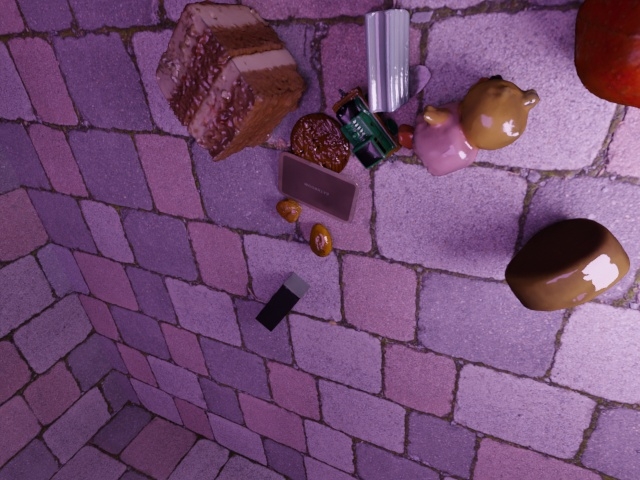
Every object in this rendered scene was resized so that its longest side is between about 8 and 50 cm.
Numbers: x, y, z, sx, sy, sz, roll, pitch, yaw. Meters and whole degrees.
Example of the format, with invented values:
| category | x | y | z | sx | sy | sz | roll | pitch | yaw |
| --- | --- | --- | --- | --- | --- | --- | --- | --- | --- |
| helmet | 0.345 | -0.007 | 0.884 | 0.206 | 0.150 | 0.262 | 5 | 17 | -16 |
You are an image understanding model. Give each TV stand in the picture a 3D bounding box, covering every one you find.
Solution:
| category | x | y | z | sx | sy | sz | roll | pitch | yaw |
| --- | --- | --- | --- | --- | --- | --- | --- | --- | --- |
| TV stand | -0.146 | 0.235 | 1.529 | 0.088 | 0.083 | 0.269 | 40 | 131 | 3 |

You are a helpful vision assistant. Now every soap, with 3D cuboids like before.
| category | x | y | z | sx | sy | sz | roll | pitch | yaw |
| --- | --- | --- | --- | --- | --- | --- | --- | --- | --- |
| soap | 0.150 | -0.395 | 0.899 | 0.066 | 0.119 | 0.198 | 9 | 121 | 27 |

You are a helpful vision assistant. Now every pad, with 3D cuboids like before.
| category | x | y | z | sx | sy | sz | roll | pitch | yaw |
| --- | --- | --- | --- | --- | --- | --- | --- | --- | --- |
| pad | -0.014 | -0.155 | 1.220 | 0.266 | 0.002 | 0.176 | 25 | 140 | 14 |

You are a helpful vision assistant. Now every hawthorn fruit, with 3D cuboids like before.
| category | x | y | z | sx | sy | sz | roll | pitch | yaw |
| --- | --- | --- | --- | --- | --- | --- | --- | --- | --- |
| hawthorn fruit | 0.529 | -0.317 | 0.614 | 0.253 | 0.300 | 0.254 | 13 | 124 | 20 |

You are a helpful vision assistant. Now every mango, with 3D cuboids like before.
| category | x | y | z | sx | sy | sz | roll | pitch | yaw |
| --- | --- | --- | --- | --- | --- | --- | --- | --- | --- |
| mango | 0.000 | 0.000 | 1.304 | 0.078 | 0.057 | 0.114 | 3 | 113 | 34 |

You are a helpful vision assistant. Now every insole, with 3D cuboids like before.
| category | x | y | z | sx | sy | sz | roll | pitch | yaw |
| --- | --- | --- | --- | --- | --- | --- | --- | --- | --- |
| insole | 0.180 | -0.359 | 0.988 | 0.193 | 0.006 | 0.065 | -26 | 105 | 40 |

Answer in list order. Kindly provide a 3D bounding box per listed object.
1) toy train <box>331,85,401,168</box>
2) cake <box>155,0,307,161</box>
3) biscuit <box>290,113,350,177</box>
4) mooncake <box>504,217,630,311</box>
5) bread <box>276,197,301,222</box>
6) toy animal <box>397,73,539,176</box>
| category | x | y | z | sx | sy | sz | roll | pitch | yaw |
| --- | --- | --- | --- | --- | --- | --- | --- | --- | --- |
| toy train | 0.110 | -0.270 | 0.996 | 0.091 | 0.136 | 0.228 | -26 | 114 | 42 |
| cake | -0.227 | -0.397 | 1.023 | 0.290 | 0.282 | 0.255 | 49 | 128 | -4 |
| biscuit | -0.005 | -0.263 | 1.148 | 0.187 | 0.027 | 0.188 | 15 | 126 | 21 |
| mooncake | 0.540 | 0.054 | 0.887 | 0.234 | 0.235 | 0.117 | -29 | 103 | 40 |
| bread | -0.100 | -0.096 | 1.302 | 0.081 | 0.046 | 0.083 | -3 | 124 | 39 |
| toy animal | 0.318 | -0.247 | 0.879 | 0.281 | 0.169 | 0.195 | -29 | 146 | 35 |
